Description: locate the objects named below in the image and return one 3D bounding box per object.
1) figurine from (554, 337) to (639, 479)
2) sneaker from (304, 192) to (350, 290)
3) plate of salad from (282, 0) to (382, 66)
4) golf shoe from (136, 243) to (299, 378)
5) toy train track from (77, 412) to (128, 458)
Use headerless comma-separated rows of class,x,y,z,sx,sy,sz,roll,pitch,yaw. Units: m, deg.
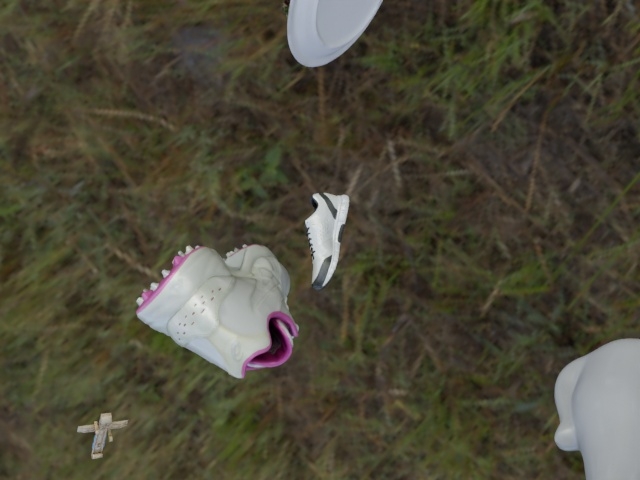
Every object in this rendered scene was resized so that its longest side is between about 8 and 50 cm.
figurine,0.225,0.135,0.638,0.215,0.209,0.092,-8,112,25
sneaker,0.000,0.000,1.217,0.044,0.109,0.040,14,160,-11
plate of salad,0.021,-0.282,1.243,0.048,0.200,0.199,33,142,22
golf shoe,-0.080,0.081,1.203,0.140,0.306,0.115,41,101,11
toy train track,-0.210,0.192,1.112,0.083,0.048,0.014,114,145,-50
